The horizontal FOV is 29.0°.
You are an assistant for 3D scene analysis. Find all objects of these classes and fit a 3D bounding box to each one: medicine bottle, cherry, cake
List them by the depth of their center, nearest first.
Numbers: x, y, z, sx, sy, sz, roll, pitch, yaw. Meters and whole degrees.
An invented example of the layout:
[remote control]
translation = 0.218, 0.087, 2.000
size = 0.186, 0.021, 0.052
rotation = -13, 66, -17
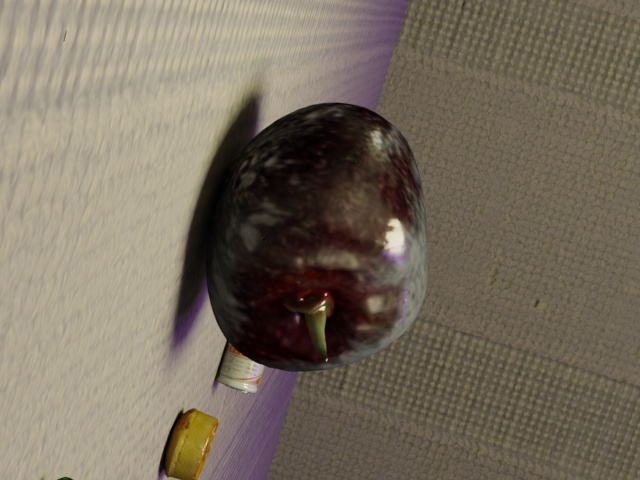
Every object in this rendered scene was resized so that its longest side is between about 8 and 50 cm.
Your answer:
[cherry]
translation = 0.000, 0.000, 1.206
size = 0.296, 0.218, 0.255
rotation = -76, 173, -47
[cake]
translation = -0.148, 0.232, 1.400
size = 0.084, 0.044, 0.084
rotation = 19, 90, -86
[medicine bottle]
translation = -0.099, 0.153, 1.635
size = 0.057, 0.057, 0.089
rotation = 58, 50, -85

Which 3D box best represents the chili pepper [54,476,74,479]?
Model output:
[chili pepper]
translation = -0.195, 0.251, 0.824
size = 0.073, 0.050, 0.182
rotation = 14, 90, -79
